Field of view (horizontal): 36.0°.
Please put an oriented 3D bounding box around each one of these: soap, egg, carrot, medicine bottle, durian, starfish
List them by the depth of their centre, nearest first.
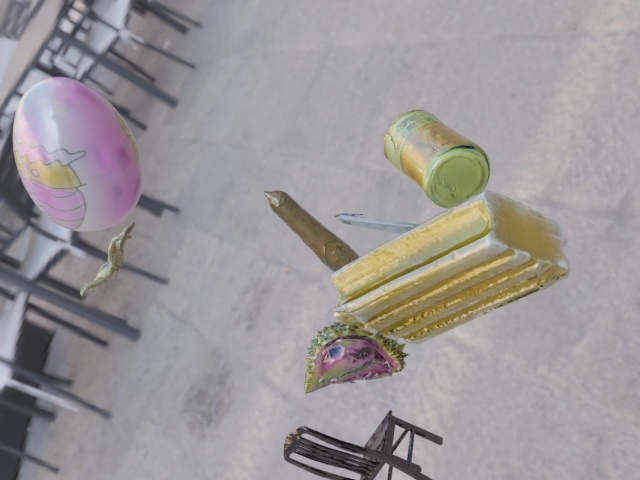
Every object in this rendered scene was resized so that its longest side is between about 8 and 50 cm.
[{"bbox_3d":[0.163,0.043,1.274,0.274,0.173,0.089,-29,53,40],"label":"soap"},{"bbox_3d":[-0.388,-0.133,1.567,0.196,0.271,0.196,-5,59,8],"label":"egg"},{"bbox_3d":[0.049,0.166,1.644,0.186,0.108,0.119,-12,43,-2],"label":"durian"},{"bbox_3d":[0.196,-0.151,1.734,0.124,0.124,0.239,-57,29,10],"label":"medicine bottle"},{"bbox_3d":[0.000,-0.001,1.999,0.070,0.342,0.070,-26,42,26],"label":"carrot"},{"bbox_3d":[-0.449,0.047,2.099,0.217,0.050,0.223,-43,9,43],"label":"starfish"}]

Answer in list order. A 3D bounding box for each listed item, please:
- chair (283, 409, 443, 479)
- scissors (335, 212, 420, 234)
[{"bbox_3d":[0.056,0.286,1.360,0.084,0.212,0.101,-61,6,33],"label":"chair"},{"bbox_3d":[0.203,-0.016,1.717,0.191,0.360,0.029,102,178,-60],"label":"scissors"}]
